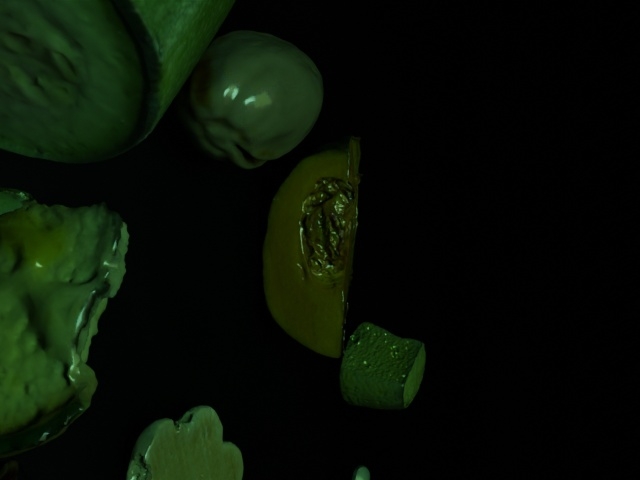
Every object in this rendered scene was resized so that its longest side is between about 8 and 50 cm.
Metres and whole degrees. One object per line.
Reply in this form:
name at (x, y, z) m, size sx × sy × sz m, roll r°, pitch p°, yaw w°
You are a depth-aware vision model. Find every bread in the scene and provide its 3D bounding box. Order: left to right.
bread at (-0.241, 0.046, 0.552) m, size 0.133 × 0.251 × 0.174 m, roll 81°, pitch 17°, yaw -74°
bread at (-0.145, 0.303, 0.940) m, size 0.181 × 0.038 × 0.251 m, roll -8°, pitch 100°, yaw -63°
bread at (0.091, 0.197, 1.314) m, size 0.129 × 0.114 × 0.111 m, roll -63°, pitch 151°, yaw -33°

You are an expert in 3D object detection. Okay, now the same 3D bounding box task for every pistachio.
pistachio at (-0.072, -0.154, 0.937) m, size 0.215 × 0.143 × 0.144 m, roll -40°, pitch 127°, yaw -63°

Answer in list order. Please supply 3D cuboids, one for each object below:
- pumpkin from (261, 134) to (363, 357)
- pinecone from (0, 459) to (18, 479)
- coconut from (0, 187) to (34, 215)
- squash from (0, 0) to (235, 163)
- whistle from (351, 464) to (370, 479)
pumpkin at (-0.004, 0.003, 1.138) m, size 0.163 × 0.111 × 0.279 m, roll 3°, pitch 88°, yaw -79°
pinecone at (-0.240, 0.270, 0.499) m, size 0.298 × 0.295 × 0.242 m, roll -82°, pitch 149°, yaw -74°
coconut at (-0.263, 0.035, 0.649) m, size 0.133 × 0.055 × 0.158 m, roll 23°, pitch 74°, yaw -36°
squash at (-0.152, -0.274, 0.627) m, size 0.263 × 0.263 × 0.385 m, roll 62°, pitch 40°, yaw -45°
whistle at (0.020, 0.428, 1.247) m, size 0.235 × 0.077 × 0.114 m, roll -40°, pitch 118°, yaw -48°
